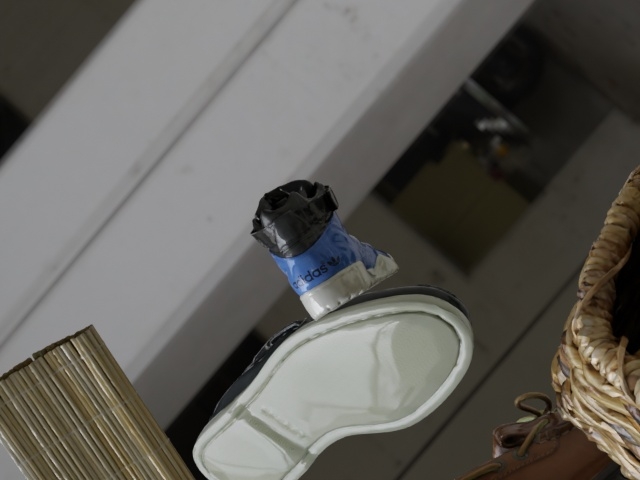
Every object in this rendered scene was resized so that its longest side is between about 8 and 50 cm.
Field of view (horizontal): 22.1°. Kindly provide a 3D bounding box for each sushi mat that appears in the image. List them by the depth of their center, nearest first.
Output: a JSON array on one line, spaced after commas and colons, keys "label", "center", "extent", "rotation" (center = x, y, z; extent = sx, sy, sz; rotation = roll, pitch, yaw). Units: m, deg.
[{"label": "sushi mat", "center": [-0.230, 0.256, 1.790], "extent": [0.316, 0.151, 0.019], "rotation": [58, 176, -14]}]

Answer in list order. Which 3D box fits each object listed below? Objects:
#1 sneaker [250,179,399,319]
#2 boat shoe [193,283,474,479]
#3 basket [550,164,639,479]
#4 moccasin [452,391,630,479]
[{"label": "sneaker", "center": [0.001, 0.000, 1.033], "extent": [0.084, 0.058, 0.152], "rotation": [59, -168, 3]}, {"label": "boat shoe", "center": [0.017, 0.107, 1.387], "extent": [0.127, 0.340, 0.113], "rotation": [35, -135, -8]}, {"label": "basket", "center": [0.264, -0.004, 0.811], "extent": [0.213, 0.299, 0.223], "rotation": [43, 168, 14]}, {"label": "moccasin", "center": [0.187, 0.207, 1.428], "extent": [0.147, 0.380, 0.139], "rotation": [48, 167, 34]}]
